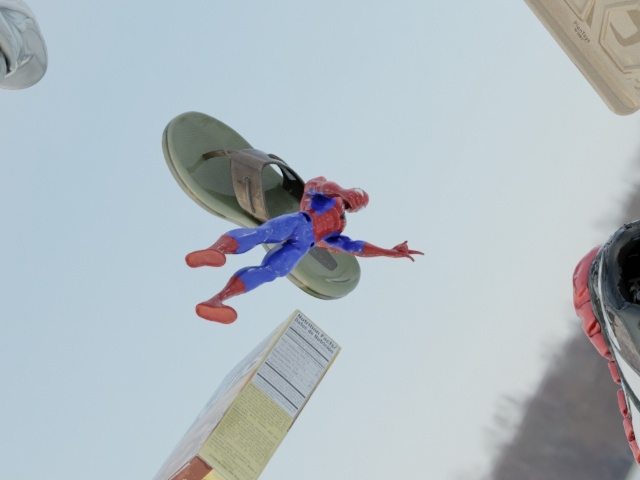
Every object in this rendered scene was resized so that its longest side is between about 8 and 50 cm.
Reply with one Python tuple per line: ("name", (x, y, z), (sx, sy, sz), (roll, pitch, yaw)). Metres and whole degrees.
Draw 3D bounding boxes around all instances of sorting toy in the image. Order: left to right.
("sorting toy", (0.296, -0.248, 1.643), (0.038, 0.193, 0.208), (-27, -14, -42))

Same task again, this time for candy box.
("candy box", (-0.107, 0.242, 2.199), (0.183, 0.087, 0.316), (-44, 7, 38))

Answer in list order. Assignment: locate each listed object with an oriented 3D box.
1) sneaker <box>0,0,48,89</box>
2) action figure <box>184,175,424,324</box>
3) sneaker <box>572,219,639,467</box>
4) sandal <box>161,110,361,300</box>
("sneaker", (-0.303, -0.167, 1.527), (0.099, 0.121, 0.262), (-33, -20, 6))
("action figure", (0.000, 0.000, 1.750), (0.280, 0.139, 0.091), (-36, -58, -54))
("sneaker", (0.284, 0.100, 1.359), (0.097, 0.276, 0.135), (-14, -26, -13))
("sandal", (-0.059, -0.056, 2.099), (0.120, 0.303, 0.086), (-50, 0, -43))
